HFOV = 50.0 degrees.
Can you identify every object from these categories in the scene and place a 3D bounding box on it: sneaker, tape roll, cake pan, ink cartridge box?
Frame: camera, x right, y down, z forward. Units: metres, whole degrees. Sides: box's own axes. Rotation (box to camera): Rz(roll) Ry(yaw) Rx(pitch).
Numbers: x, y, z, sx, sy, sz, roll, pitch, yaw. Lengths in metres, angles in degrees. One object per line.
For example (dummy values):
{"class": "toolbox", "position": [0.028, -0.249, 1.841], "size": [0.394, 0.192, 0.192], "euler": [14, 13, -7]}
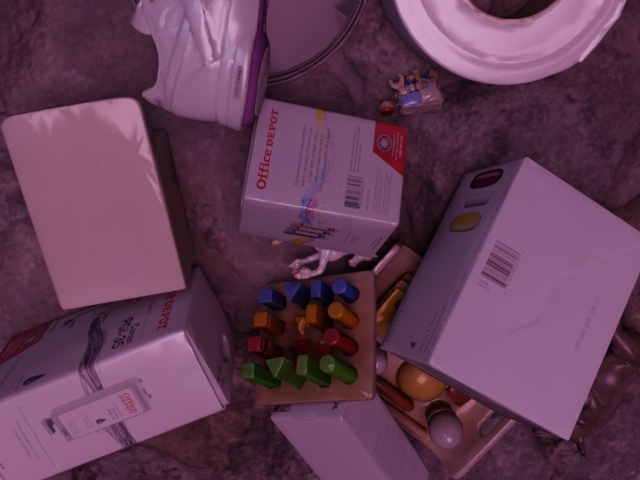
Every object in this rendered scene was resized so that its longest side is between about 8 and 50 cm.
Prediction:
{"class": "sneaker", "position": [-0.120, -0.270, 0.696], "size": [0.152, 0.114, 0.305], "euler": [9, 103, 5]}
{"class": "tape roll", "position": [0.209, -0.323, 0.785], "size": [0.286, 0.100, 0.286], "euler": [-1, 107, -4]}
{"class": "cake pan", "position": [-0.077, -0.317, 0.775], "size": [0.293, 0.054, 0.293], "euler": [-3, 112, -8]}
{"class": "ink cartridge box", "position": [-0.002, -0.070, 0.814], "size": [0.176, 0.127, 0.128], "euler": [11, 71, -7]}
{"class": "ink cartridge box", "position": [-0.260, 0.160, 0.850], "size": [0.283, 0.207, 0.117], "euler": [-22, 109, 2]}

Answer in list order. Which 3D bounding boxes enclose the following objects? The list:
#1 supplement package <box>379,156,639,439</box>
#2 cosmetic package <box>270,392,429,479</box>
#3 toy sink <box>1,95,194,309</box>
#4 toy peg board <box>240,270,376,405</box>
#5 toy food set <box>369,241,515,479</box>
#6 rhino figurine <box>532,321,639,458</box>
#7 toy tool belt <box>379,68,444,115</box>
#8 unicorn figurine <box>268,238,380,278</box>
{"class": "supplement package", "position": [0.234, 0.068, 0.839], "size": [0.204, 0.145, 0.262], "euler": [30, 79, -14]}
{"class": "cosmetic package", "position": [0.045, 0.277, 0.927], "size": [0.117, 0.085, 0.231], "euler": [-8, 126, 33]}
{"class": "toy sink", "position": [-0.253, -0.058, 0.822], "size": [0.152, 0.131, 0.234], "euler": [-10, 113, -1]}
{"class": "toy peg board", "position": [-0.019, 0.113, 0.846], "size": [0.161, 0.161, 0.079], "euler": [-9, 154, 24]}
{"class": "toy food set", "position": [0.143, 0.170, 0.940], "size": [0.306, 0.092, 0.220], "euler": [37, 102, -14]}
{"class": "rhino figurine", "position": [0.381, 0.218, 0.983], "size": [0.106, 0.073, 0.243], "euler": [21, 106, -7]}
{"class": "toy tool belt", "position": [0.110, -0.185, 0.854], "size": [0.083, 0.052, 0.051], "euler": [-9, 77, -4]}
{"class": "unicorn figurine", "position": [0.000, 0.000, 0.891], "size": [0.111, 0.060, 0.162], "euler": [-35, 101, -4]}
